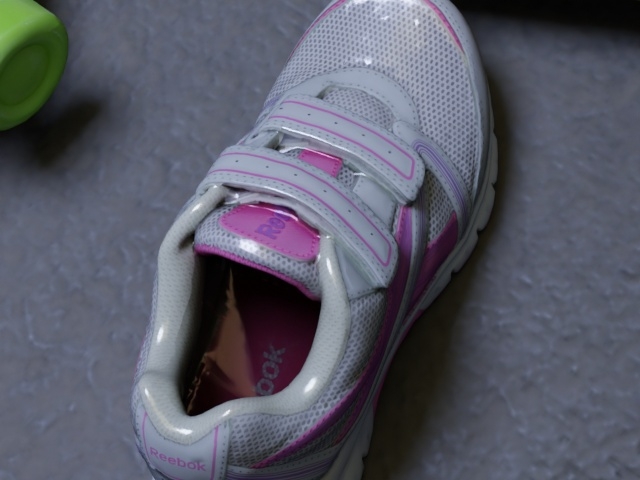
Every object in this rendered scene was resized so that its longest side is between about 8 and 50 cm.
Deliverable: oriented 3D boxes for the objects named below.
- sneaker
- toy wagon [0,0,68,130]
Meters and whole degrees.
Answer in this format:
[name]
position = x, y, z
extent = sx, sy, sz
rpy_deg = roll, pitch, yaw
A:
[sneaker]
position = 0.000, 0.000, 0.768
extent = 0.103, 0.111, 0.252
rpy_deg = 13, 70, 14
[toy wagon]
position = -0.232, -0.120, 0.859
extent = 0.267, 0.068, 0.344
rpy_deg = 35, 61, 23
